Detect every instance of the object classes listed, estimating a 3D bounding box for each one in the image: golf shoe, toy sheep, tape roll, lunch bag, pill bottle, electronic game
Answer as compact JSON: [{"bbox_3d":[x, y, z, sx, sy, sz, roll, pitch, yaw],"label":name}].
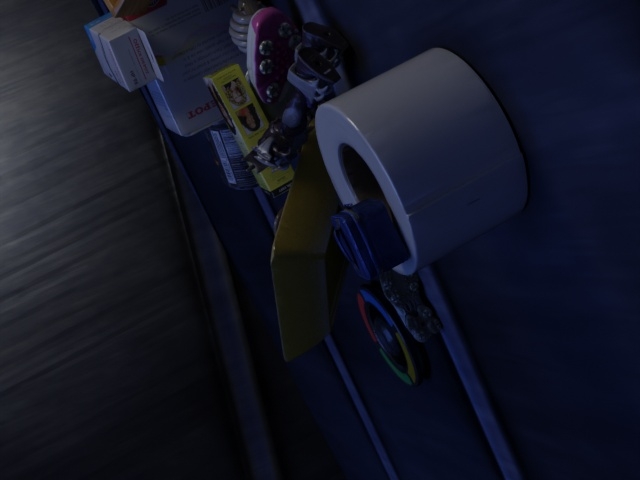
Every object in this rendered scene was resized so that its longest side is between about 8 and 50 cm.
[{"bbox_3d":[0.144,0.096,2.037,0.176,0.069,0.086,65,173,-12],"label":"golf shoe"},{"bbox_3d":[-0.121,-0.372,2.035,0.091,0.091,0.132,47,157,48],"label":"toy sheep"},{"bbox_3d":[0.125,-0.100,1.468,0.246,0.169,0.246,56,165,23],"label":"tape roll"},{"bbox_3d":[0.054,-0.004,1.413,0.098,0.065,0.067,63,167,-10],"label":"lunch bag"},{"bbox_3d":[-0.179,-0.237,2.438,0.130,0.130,0.245,48,160,47],"label":"pill bottle"},{"bbox_3d":[-0.090,-0.282,2.000,0.140,0.115,0.306,37,153,35],"label":"golf shoe"},{"bbox_3d":[0.136,0.188,2.292,0.229,0.048,0.229,56,166,21],"label":"electronic game"}]

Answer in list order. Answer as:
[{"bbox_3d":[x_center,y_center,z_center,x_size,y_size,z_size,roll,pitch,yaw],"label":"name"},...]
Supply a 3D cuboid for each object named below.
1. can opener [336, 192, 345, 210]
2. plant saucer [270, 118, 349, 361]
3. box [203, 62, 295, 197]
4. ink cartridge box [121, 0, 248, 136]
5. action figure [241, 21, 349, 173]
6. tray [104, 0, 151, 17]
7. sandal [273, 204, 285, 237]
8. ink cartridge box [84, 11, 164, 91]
[{"bbox_3d":[0.063,-0.056,1.959,0.076,0.095,0.283,57,166,24],"label":"can opener"},{"bbox_3d":[0.000,0.000,2.025,0.332,0.081,0.332,85,-165,-53],"label":"plant saucer"},{"bbox_3d":[-0.119,-0.189,1.988,0.232,0.058,0.087,62,171,-14],"label":"box"},{"bbox_3d":[-0.239,-0.381,2.157,0.131,0.226,0.306,32,147,63],"label":"ink cartridge box"},{"bbox_3d":[-0.034,-0.200,1.826,0.099,0.185,0.285,30,141,5],"label":"action figure"},{"bbox_3d":[-0.280,-0.572,1.867,0.202,0.076,0.411,59,138,13],"label":"tray"},{"bbox_3d":[-0.039,-0.004,2.564,0.079,0.088,0.240,23,161,16],"label":"sandal"},{"bbox_3d":[-0.350,-0.333,2.054,0.180,0.060,0.104,36,151,55],"label":"ink cartridge box"}]
